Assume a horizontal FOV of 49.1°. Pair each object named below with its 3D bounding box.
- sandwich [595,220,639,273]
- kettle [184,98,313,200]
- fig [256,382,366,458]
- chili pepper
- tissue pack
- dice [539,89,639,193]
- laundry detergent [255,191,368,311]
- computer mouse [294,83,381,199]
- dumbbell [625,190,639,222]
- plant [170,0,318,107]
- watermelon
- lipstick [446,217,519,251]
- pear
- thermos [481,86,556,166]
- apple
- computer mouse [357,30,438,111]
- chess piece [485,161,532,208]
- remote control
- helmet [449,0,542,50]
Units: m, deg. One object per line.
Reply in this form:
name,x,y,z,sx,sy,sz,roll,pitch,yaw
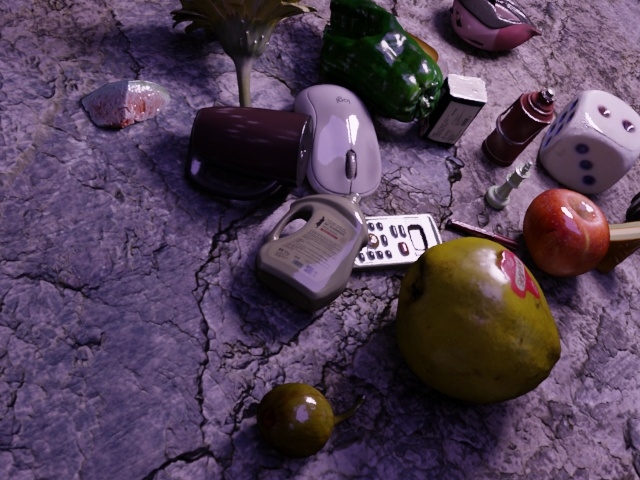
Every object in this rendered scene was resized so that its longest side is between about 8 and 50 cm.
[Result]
sandwich,0.683,-0.014,1.641,0.113,0.163,0.079,40,52,6
kettle,-0.146,-0.175,1.398,0.232,0.144,0.202,11,81,8
fig,-0.003,0.297,1.193,0.236,0.124,0.124,6,54,-49
chili pepper,0.125,-0.435,1.610,0.213,0.167,0.385,-28,62,-27
tissue pack,0.311,-0.308,1.665,0.103,0.170,0.090,8,56,-16
dice,0.688,-0.249,1.780,0.192,0.193,0.194,33,53,-2
laundry detergent,0.000,0.000,1.348,0.181,0.091,0.253,30,63,11
computer mouse,0.042,-0.229,1.530,0.184,0.121,0.297,6,56,-22
dumbbell,0.877,-0.037,1.725,0.192,0.192,0.290,-5,63,-26
plant,-0.189,-0.458,1.498,0.261,0.306,0.297,33,76,-36
watermelon,-0.383,-0.284,1.425,0.180,0.081,0.094,-29,99,-29
lipstick,0.367,-0.015,1.592,0.176,0.027,0.027,19,53,-9
pear,0.301,0.163,1.301,0.375,0.287,0.287,35,49,-25
thermos,0.492,-0.284,1.690,0.124,0.232,0.099,-20,68,-34
apple,0.550,-0.013,1.591,0.201,0.162,0.201,16,42,-15
computer mouse,0.198,-0.439,1.766,0.158,0.072,0.310,31,53,0
chess piece,0.446,-0.136,1.625,0.059,0.149,0.059,13,53,-18
remote control,0.125,0.004,1.463,0.285,0.038,0.123,-1,60,-24
helmet,0.468,-0.602,1.944,0.253,0.154,0.198,30,29,-26
